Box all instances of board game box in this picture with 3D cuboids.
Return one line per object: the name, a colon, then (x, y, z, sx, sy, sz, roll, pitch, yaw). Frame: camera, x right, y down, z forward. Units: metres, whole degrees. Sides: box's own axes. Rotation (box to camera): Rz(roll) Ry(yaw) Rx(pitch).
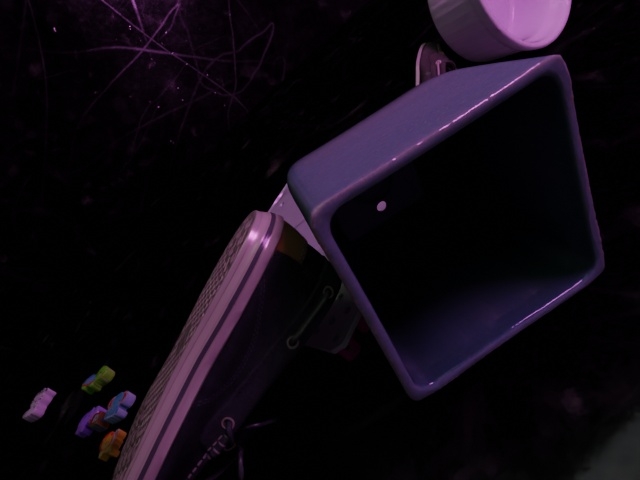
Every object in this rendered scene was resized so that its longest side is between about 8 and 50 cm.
board game box: (0.000, 0.000, 0.806, 0.390, 0.050, 0.390, 0, 52, 50)

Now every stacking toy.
stacking toy: (-0.349, 0.282, 0.745, 0.221, 0.167, 0.052, -28, 32, 25)

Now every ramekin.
ramekin: (0.335, -0.484, 0.869, 0.277, 0.277, 0.135, -52, 22, -19)

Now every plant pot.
plant pot: (0.103, -0.039, 0.514, 0.247, 0.247, 0.252, -33, 30, -5)

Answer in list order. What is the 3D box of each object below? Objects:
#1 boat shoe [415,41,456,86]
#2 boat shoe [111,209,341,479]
boat shoe: (0.234, -0.279, 0.885, 0.095, 0.112, 0.335, -3, 50, 24)
boat shoe: (-0.135, 0.207, 0.581, 0.500, 0.156, 0.187, -60, 18, 4)
